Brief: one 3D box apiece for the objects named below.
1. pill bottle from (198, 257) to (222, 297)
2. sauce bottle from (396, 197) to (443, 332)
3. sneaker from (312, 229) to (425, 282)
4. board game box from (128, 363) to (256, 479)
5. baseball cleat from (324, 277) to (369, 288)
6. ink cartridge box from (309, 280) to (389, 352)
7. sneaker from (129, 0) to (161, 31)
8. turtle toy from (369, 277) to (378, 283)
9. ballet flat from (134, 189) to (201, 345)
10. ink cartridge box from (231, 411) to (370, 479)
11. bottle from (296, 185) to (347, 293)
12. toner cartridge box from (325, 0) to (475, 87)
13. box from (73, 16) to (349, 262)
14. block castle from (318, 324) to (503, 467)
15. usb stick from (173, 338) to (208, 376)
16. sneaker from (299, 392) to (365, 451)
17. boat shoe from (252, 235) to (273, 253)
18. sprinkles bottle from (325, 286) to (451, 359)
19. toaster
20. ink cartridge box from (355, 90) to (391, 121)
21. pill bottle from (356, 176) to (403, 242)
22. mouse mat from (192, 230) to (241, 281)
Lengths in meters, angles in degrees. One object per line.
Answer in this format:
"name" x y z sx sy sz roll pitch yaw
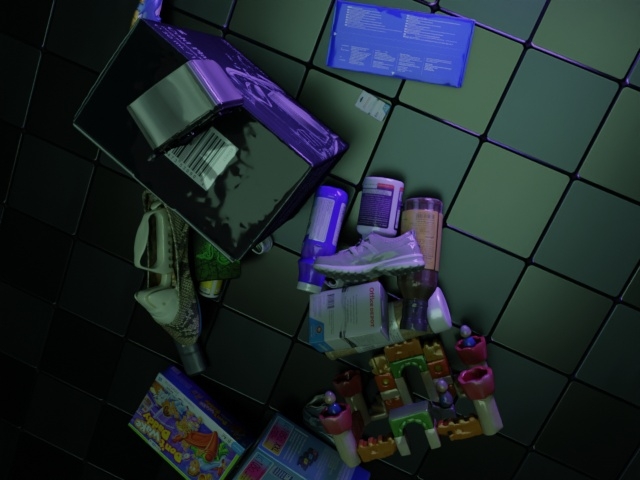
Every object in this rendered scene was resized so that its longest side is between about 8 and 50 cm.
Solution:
"pill bottle" -0.316 0.104 1.837 0.065 0.065 0.116 19 107 7
"sauce bottle" 0.254 0.064 1.626 0.111 0.111 0.344 5 81 10
"sneaker" 0.119 0.037 1.583 0.281 0.105 0.115 -6 72 9
"board game box" -0.395 0.583 1.910 0.347 0.078 0.233 37 111 12
"baseball cleat" 0.077 0.127 1.738 0.206 0.109 0.072 23 102 4
"ink cartridge box" 0.077 0.206 1.671 0.203 0.148 0.086 -11 146 20
"sneaker" -0.456 -0.534 1.705 0.131 0.112 0.296 16 109 -11
"turtle toy" 0.141 0.054 1.721 0.095 0.066 0.130 35 83 10
"ballet flat" -0.449 0.077 1.768 0.164 0.182 0.483 1 97 31
"ink cartridge box" -0.039 0.724 1.848 0.395 0.151 0.270 32 130 1
"bottle" 0.000 0.000 1.675 0.092 0.118 0.283 14 84 0
"toner cartridge box" 0.199 -0.494 1.579 0.347 0.075 0.165 12 105 8
"box" -0.228 -0.253 1.518 0.480 0.472 0.297 40 106 0
"block castle" 0.240 0.400 1.671 0.453 0.303 0.213 -19 98 14
"usb stick" -0.421 0.284 1.913 0.077 0.045 0.278 -15 100 16
"sneaker" 0.049 0.550 1.859 0.226 0.086 0.163 13 108 9
"boat shoe" -0.223 -0.056 1.773 0.226 0.076 0.083 44 108 -1
"sprinkles bottle" 0.177 0.233 1.736 0.355 0.121 0.121 -18 99 15
"toaster" -0.255 -0.250 1.184 0.168 0.186 0.110 -32 99 16
"ink cartridge box" 0.138 -0.355 1.649 0.083 0.028 0.048 32 107 2
"pill bottle" 0.154 -0.065 1.653 0.108 0.108 0.193 9 89 10
"mouse mat" -0.298 0.038 1.778 0.189 0.007 0.153 -7 86 35
